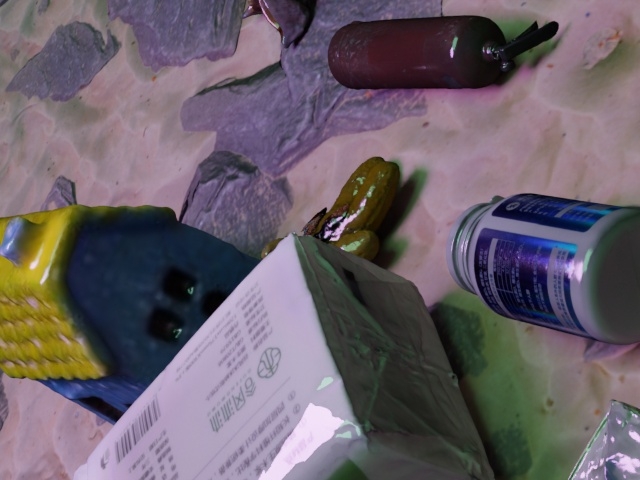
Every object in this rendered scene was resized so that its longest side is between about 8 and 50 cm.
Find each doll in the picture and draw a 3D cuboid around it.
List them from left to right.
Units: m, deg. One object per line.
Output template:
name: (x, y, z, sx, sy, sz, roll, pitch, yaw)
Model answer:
doll: (0.000, 0.000, 1.563, 0.209, 0.097, 0.137, -58, 28, -3)

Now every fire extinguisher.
fire extinguisher: (0.117, -0.190, 1.563, 0.089, 0.072, 0.267, -35, 23, -27)

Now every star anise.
star anise: (0.003, -0.359, 1.878, 0.227, 0.218, 0.148, -24, -3, -11)

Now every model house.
model house: (-0.226, 0.062, 1.648, 0.237, 0.303, 0.215, -5, 57, 53)

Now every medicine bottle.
medicine bottle: (0.190, 0.018, 1.278, 0.191, 0.107, 0.107, 13, 78, 56)

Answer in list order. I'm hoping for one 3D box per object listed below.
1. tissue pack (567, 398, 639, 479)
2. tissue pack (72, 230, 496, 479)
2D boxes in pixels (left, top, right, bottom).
tissue pack: (0.235, 0.206, 1.004, 0.092, 0.196, 0.148, 28, 91, 57)
tissue pack: (-0.045, 0.211, 1.380, 0.356, 0.194, 0.266, -47, 38, 24)
